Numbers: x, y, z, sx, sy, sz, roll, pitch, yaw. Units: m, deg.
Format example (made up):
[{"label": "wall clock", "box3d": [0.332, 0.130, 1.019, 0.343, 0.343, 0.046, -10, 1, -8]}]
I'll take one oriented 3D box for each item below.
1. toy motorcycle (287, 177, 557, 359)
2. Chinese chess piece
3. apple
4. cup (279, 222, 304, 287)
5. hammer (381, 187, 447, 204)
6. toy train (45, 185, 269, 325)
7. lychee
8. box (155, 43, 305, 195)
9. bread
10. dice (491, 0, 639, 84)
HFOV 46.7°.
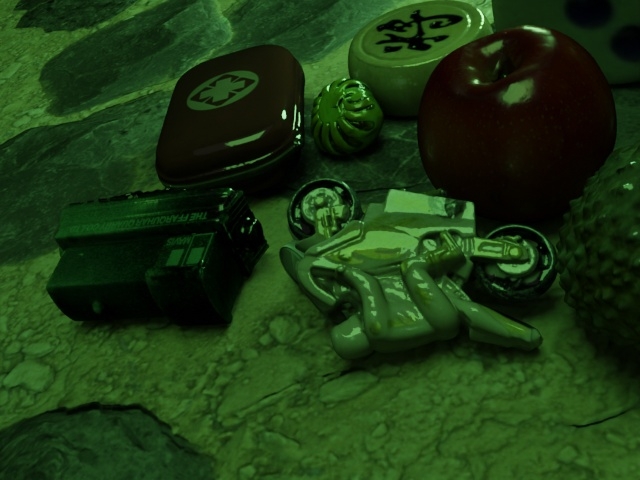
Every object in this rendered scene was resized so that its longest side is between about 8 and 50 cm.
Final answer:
[{"label": "toy motorcycle", "box3d": [0.097, 0.045, 0.879, 0.340, 0.108, 0.223, 13, 68, 19]}, {"label": "Chinese chess piece", "box3d": [0.175, -0.319, 1.292, 0.257, 0.104, 0.257, -11, 40, 10]}, {"label": "apple", "box3d": [0.253, -0.150, 0.976, 0.260, 0.216, 0.260, -13, 42, 12]}, {"label": "cup", "box3d": [0.000, 0.000, 1.000, 0.116, 0.104, 0.074, -38, 26, -25]}, {"label": "hammer", "box3d": [0.119, -0.051, 0.988, 0.060, 0.028, 0.195, -33, 5, -11]}, {"label": "toy train", "box3d": [-0.242, 0.027, 1.050, 0.330, 0.138, 0.178, -5, 46, 19]}, {"label": "lychee", "box3d": [0.373, 0.011, 0.729, 0.274, 0.255, 0.255, -41, 24, 39]}, {"label": "box", "box3d": [-0.152, -0.218, 1.303, 0.263, 0.108, 0.404, -14, 37, 9]}, {"label": "bread", "box3d": [0.038, -0.206, 1.219, 0.130, 0.071, 0.139, -21, 58, 32]}, {"label": "dice", "box3d": [0.460, -0.439, 1.175, 0.304, 0.277, 0.304, 8, 45, 32]}]
